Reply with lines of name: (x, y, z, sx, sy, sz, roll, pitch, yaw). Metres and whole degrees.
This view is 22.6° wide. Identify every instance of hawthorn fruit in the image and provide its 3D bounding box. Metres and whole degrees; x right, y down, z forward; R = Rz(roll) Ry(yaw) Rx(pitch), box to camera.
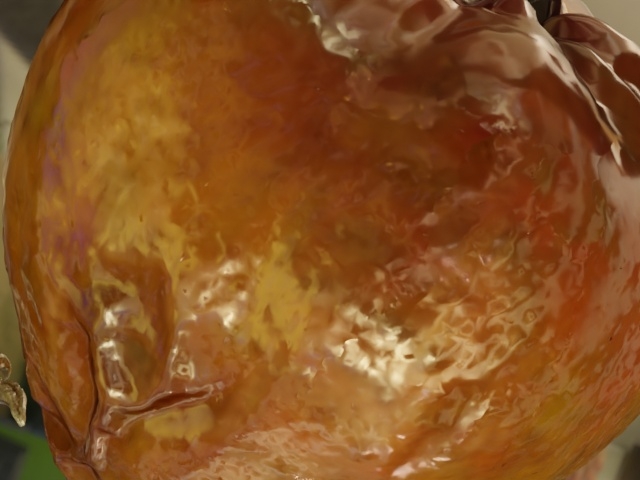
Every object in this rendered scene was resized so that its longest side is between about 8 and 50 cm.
hawthorn fruit: (0.000, 0.000, 1.023, 0.472, 0.472, 0.471, 22, 90, -87)

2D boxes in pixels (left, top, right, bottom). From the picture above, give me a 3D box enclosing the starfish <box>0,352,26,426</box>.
starfish: (-0.338, 0.134, 1.294, 0.238, 0.213, 0.057, -88, 173, -65)
